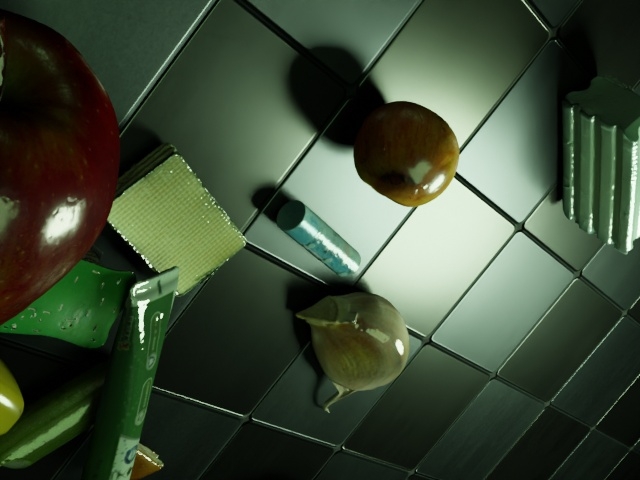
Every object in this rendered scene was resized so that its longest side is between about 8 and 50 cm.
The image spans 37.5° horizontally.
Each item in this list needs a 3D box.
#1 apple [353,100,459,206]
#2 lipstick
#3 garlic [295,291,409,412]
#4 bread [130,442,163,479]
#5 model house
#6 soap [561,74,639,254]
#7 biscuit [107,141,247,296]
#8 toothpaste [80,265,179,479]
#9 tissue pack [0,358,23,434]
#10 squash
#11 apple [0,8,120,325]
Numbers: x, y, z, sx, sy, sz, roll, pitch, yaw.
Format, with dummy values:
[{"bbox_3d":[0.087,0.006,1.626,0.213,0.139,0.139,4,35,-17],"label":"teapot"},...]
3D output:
[{"bbox_3d":[0.110,-0.110,1.249,0.146,0.146,0.146,-21,132,-24],"label":"apple"},{"bbox_3d":[0.000,0.000,1.320,0.048,0.048,0.158,-47,138,2],"label":"lipstick"},{"bbox_3d":[0.068,0.182,1.487,0.128,0.148,0.267,-57,148,-46],"label":"garlic"},{"bbox_3d":[-0.277,0.316,1.353,0.062,0.043,0.109,-46,139,-2],"label":"bread"},{"bbox_3d":[-0.311,0.044,1.083,0.167,0.088,0.117,17,111,-42],"label":"model house"},{"bbox_3d":[0.468,-0.123,1.515,0.094,0.150,0.261,-33,137,-21],"label":"soap"},{"bbox_3d":[-0.183,-0.021,1.169,0.121,0.040,0.199,-41,139,-8],"label":"biscuit"},{"bbox_3d":[-0.250,0.212,1.184,0.099,0.061,0.392,-28,139,-62],"label":"toothpaste"},{"bbox_3d":[-0.443,0.194,1.071,0.178,0.123,0.127,-41,141,-3],"label":"tissue pack"},{"bbox_3d":[-0.338,0.228,1.219,0.239,0.069,0.069,-31,136,-16],"label":"squash"},{"bbox_3d":[-0.333,-0.056,0.852,0.288,0.288,0.317,14,130,-43],"label":"apple"}]
